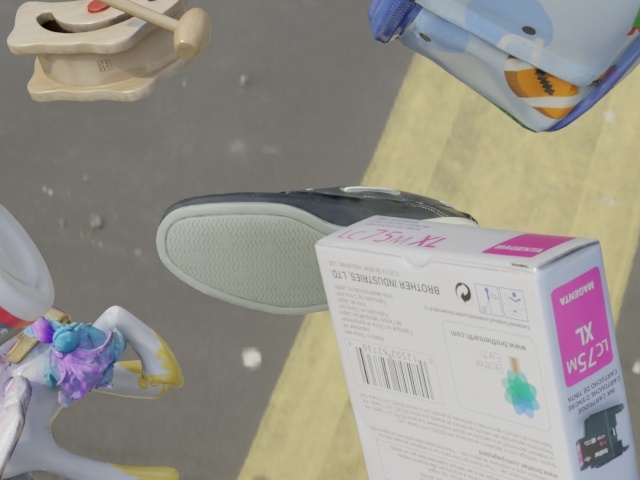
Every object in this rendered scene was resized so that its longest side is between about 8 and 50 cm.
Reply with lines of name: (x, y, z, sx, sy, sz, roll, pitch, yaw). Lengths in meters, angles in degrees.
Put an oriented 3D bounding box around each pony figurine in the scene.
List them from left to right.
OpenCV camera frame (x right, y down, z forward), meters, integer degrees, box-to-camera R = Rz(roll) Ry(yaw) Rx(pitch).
pony figurine: (-0.302, 0.177, 1.295, 0.302, 0.363, 0.351, 3, 63, 44)

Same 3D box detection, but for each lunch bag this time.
lunch bag: (0.130, -0.198, 0.518, 0.115, 0.303, 0.243, 30, 54, -5)

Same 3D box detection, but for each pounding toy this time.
pounding toy: (-0.228, -0.257, 1.511, 0.269, 0.155, 0.154, 2, 41, 24)

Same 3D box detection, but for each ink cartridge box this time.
ink cartridge box: (0.103, 0.144, 0.799, 0.065, 0.311, 0.185, -21, 17, -34)

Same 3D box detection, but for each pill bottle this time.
pill bottle: (-0.282, 0.053, 0.921, 0.180, 0.108, 0.108, -35, 59, 9)

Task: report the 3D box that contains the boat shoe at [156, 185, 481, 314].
boat shoe: (0.000, 0.000, 0.948, 0.233, 0.084, 0.079, 2, 28, -13)
